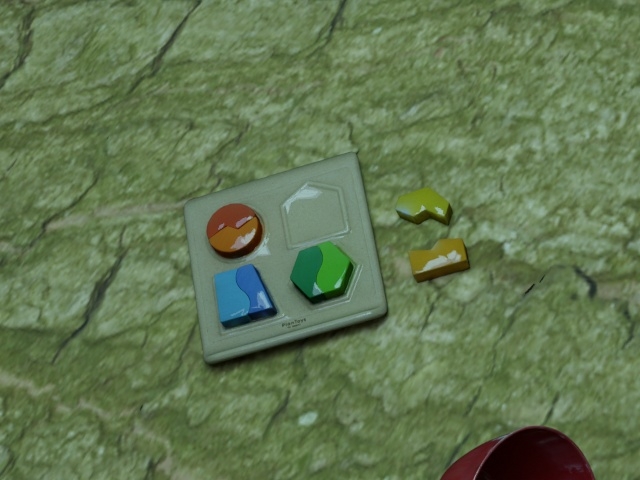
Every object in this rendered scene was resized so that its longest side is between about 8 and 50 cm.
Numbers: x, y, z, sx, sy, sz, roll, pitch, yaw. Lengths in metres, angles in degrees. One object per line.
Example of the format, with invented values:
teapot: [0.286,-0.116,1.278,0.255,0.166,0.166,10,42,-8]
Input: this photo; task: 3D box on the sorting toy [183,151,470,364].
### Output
sorting toy: [0.000,0.000,1.924,0.307,0.041,0.229,-16,56,10]

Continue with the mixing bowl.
mixing bowl: [0.168,0.264,1.641,0.098,0.181,0.181,-6,53,51]
